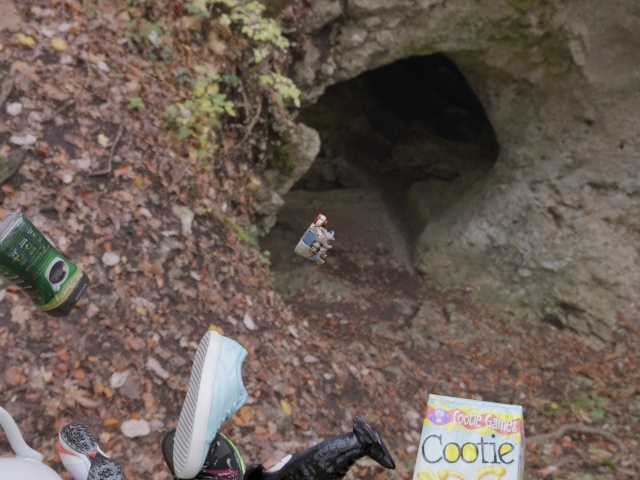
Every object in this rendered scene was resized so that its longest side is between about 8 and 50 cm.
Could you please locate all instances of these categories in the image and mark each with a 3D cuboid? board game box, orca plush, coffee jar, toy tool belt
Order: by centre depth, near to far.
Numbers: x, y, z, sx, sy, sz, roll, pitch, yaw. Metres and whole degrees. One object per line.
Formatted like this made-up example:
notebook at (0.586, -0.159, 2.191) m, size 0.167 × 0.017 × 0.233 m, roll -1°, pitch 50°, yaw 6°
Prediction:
orca plush at (-0.019, 0.378, 0.849) m, size 0.151 × 0.287 × 0.102 m, roll 52°, pitch 20°, yaw -22°
board game box at (0.209, 0.384, 0.853) m, size 0.142 × 0.144 × 0.275 m, roll 69°, pitch 31°, yaw -42°
toy tool belt at (0.000, 0.000, 0.919) m, size 0.051 × 0.083 × 0.052 m, roll 33°, pitch 38°, yaw -5°
coffee jar at (-0.481, 0.047, 1.011) m, size 0.184 × 0.079 × 0.096 m, roll 57°, pitch 37°, yaw -37°

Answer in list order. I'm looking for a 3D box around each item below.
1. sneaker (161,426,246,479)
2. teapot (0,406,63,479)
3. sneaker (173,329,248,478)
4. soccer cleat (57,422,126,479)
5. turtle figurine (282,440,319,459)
sneaker at (-0.281, 0.598, 1.439) m, size 0.202 × 0.185 × 0.483 m, roll 46°, pitch -6°, yaw -40°
teapot at (-0.405, 0.351, 0.649) m, size 0.187 × 0.252 × 0.256 m, roll 30°, pitch 21°, yaw -50°
sneaker at (-0.246, 0.396, 1.444) m, size 0.150 × 0.135 × 0.366 m, roll 23°, pitch 51°, yaw -20°
soccer cleat at (-0.672, 0.681, 1.754) m, size 0.318 × 0.116 × 0.108 m, roll 38°, pitch 29°, yaw 28°
turtle figurine at (-0.042, 0.578, 1.404) m, size 0.234 × 0.175 × 0.118 m, roll -91°, pitch 168°, yaw -73°
